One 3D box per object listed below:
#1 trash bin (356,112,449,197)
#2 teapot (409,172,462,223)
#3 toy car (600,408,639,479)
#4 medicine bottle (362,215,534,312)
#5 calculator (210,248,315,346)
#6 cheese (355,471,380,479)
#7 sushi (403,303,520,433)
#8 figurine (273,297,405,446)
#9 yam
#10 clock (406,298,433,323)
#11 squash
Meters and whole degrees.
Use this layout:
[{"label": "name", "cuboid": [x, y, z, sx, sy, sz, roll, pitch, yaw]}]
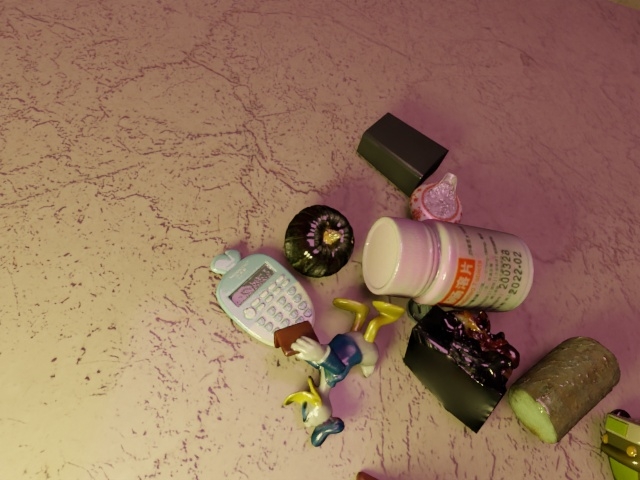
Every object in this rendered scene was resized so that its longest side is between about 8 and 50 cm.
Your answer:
[{"label": "trash bin", "cuboid": [0.248, -0.271, 1.378, 0.226, 0.115, 0.165, 40, 62, 12]}, {"label": "teapot", "cuboid": [0.334, -0.085, 1.299, 0.159, 0.116, 0.245, 27, 57, -13]}, {"label": "toy car", "cuboid": [0.812, 0.541, 1.068, 0.248, 0.204, 0.198, 16, 84, -4]}, {"label": "medicine bottle", "cuboid": [0.321, 0.060, 1.129, 0.389, 0.219, 0.219, 9, 61, -20]}, {"label": "calculator", "cuboid": [-0.146, 0.137, 1.107, 0.303, 0.042, 0.188, 42, 63, 9]}, {"label": "cheese", "cuboid": [0.115, 0.577, 0.864, 0.128, 0.177, 0.202, 28, 61, 2]}, {"label": "sushi", "cuboid": [0.353, 0.284, 1.076, 0.227, 0.215, 0.212, 35, 54, 29]}, {"label": "figurine", "cuboid": [0.022, 0.285, 0.991, 0.284, 0.205, 0.337, 23, 71, -31]}, {"label": "yam", "cuboid": [0.599, 0.366, 1.102, 0.268, 0.161, 0.161, -26, 72, -25]}, {"label": "clock", "cuboid": [0.272, 0.187, 1.195, 0.085, 0.017, 0.085, 5, 63, -11]}, {"label": "squash", "cuboid": [-0.003, 0.001, 1.150, 0.194, 0.156, 0.193, 0, 87, -6]}]
